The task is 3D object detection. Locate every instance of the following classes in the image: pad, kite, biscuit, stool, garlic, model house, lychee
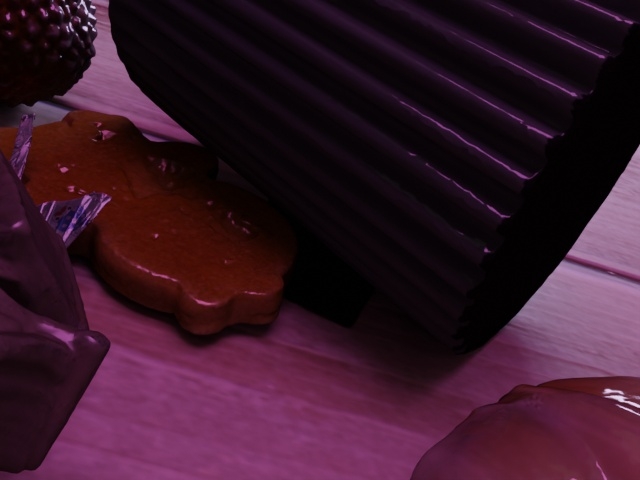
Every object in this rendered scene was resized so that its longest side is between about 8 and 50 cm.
[{"bbox_3d":[0.000,0.000,0.654,0.116,0.004,0.193,24,30,10],"label":"pad"},{"bbox_3d":[-0.196,-0.019,0.509,0.137,0.005,0.152,-9,56,-4],"label":"kite"},{"bbox_3d":[-0.119,-0.018,0.578,0.249,0.035,0.184,30,33,20],"label":"biscuit"},{"bbox_3d":[0.050,-0.132,0.591,0.330,0.297,0.297,35,32,20],"label":"stool"},{"bbox_3d":[0.186,0.140,0.417,0.228,0.110,0.217,36,29,29],"label":"garlic"},{"bbox_3d":[-0.191,0.023,0.368,0.188,0.122,0.229,15,19,-31],"label":"model house"},{"bbox_3d":[-0.268,-0.194,0.662,0.197,0.165,0.165,31,30,4],"label":"lychee"}]
